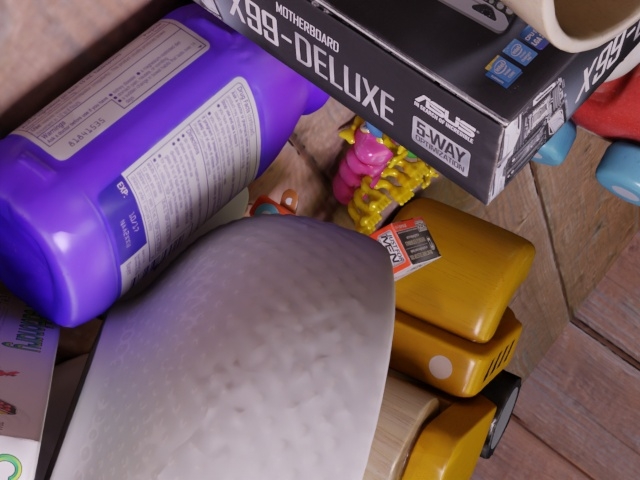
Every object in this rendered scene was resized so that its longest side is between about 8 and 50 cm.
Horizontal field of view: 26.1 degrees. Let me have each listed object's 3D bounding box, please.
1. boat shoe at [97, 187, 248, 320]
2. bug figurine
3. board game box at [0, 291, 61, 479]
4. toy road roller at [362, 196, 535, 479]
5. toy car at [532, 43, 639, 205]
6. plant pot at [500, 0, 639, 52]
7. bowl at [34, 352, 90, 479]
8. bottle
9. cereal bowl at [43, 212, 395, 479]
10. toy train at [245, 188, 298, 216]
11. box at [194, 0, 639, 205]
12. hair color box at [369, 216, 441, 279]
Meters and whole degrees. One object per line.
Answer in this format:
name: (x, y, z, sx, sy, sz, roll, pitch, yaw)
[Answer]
boat shoe: (-0.107, 0.002, 0.946, 0.142, 0.049, 0.040, -46, -167, -27)
bug figurine: (0.092, -0.121, 1.153, 0.279, 0.072, 0.216, -39, 164, -48)
board game box: (-0.178, 0.147, 0.698, 0.305, 0.053, 0.193, -137, -121, -78)
toy road roller: (0.089, 0.097, 1.354, 0.329, 0.202, 0.240, -24, 134, -65)
toy car: (0.276, -0.183, 1.280, 0.219, 0.210, 0.238, -62, 158, -5)
plant pot: (0.047, -0.247, 0.502, 0.256, 0.274, 0.256, -46, 159, -23)
bowl: (-0.190, 0.237, 1.016, 0.298, 0.134, 0.298, -46, 159, -23)
bottle: (-0.073, -0.075, 0.803, 0.283, 0.092, 0.118, -44, 156, -28)
cereal bowl: (-0.084, 0.134, 0.805, 0.339, 0.141, 0.339, -160, -90, -82)
toy train: (0.000, 0.000, 1.089, 0.046, 0.125, 0.166, -57, 169, -5)
box: (0.090, -0.199, 0.743, 0.307, 0.242, 0.076, -45, 160, -23)
hair color box: (0.029, 0.030, 1.216, 0.141, 0.043, 0.072, -28, 173, 26)
